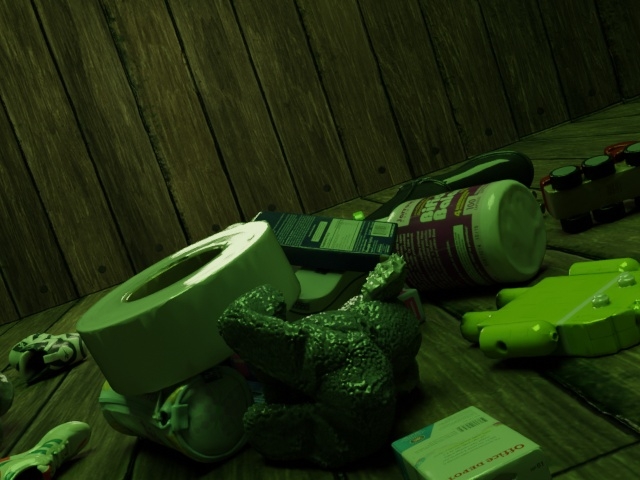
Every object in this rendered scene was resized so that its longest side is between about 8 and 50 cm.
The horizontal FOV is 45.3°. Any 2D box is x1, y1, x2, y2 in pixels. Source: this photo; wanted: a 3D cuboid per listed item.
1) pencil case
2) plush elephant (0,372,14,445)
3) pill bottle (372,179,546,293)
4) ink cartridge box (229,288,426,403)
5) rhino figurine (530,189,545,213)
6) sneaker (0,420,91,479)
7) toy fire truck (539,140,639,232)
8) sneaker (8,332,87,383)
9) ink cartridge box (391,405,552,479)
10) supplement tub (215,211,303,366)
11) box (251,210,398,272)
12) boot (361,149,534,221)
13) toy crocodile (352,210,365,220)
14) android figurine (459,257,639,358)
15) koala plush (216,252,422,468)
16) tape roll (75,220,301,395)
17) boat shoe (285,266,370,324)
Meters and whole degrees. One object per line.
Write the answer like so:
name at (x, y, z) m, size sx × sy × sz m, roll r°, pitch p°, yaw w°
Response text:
pencil case at (-0.195, 0.218, 1.009) m, size 0.124 × 0.113 × 0.273 m, roll -15°, pitch 4°, yaw -33°
plush elephant at (-0.715, 0.284, 1.422) m, size 0.272 × 0.255 × 0.330 m, roll 18°, pitch 36°, yaw -19°
pill bottle at (0.215, 0.003, 1.315) m, size 0.302 × 0.169 × 0.169 m, roll -11°, pitch 11°, yaw 44°
ink cartridge box at (-0.009, 0.157, 1.191) m, size 0.311 × 0.065 × 0.186 m, roll -26°, pitch 10°, yaw -32°
rhino figurine at (0.371, -0.043, 1.606) m, size 0.106 × 0.073 × 0.243 m, roll -6°, pitch 16°, yaw 43°
sneaker at (-0.380, 0.312, 1.069) m, size 0.075 × 0.057 × 0.161 m, roll 12°, pitch 26°, yaw 42°
toy fire truck at (0.538, -0.111, 1.511) m, size 0.217 × 0.158 × 0.246 m, roll -19°, pitch 18°, yaw 7°
sneaker at (-0.688, 0.281, 1.816) m, size 0.235 × 0.094 × 0.153 m, roll -4°, pitch 5°, yaw 25°
ink cartridge box at (0.125, 0.193, 0.643) m, size 0.089 × 0.052 × 0.122 m, roll -21°, pitch 7°, yaw -12°
supplement tub at (-0.156, 0.090, 1.287) m, size 0.272 × 0.191 × 0.191 m, roll -33°, pitch 13°, yaw -23°
box at (0.000, 0.000, 1.174) m, size 0.225 × 0.036 × 0.136 m, roll 7°, pitch 23°, yaw 9°
boot at (0.285, -0.074, 1.751) m, size 0.367 × 0.146 × 0.445 m, roll -19°, pitch 6°, yaw 25°
toy crocodile at (0.081, 0.001, 1.944) m, size 0.115 × 0.105 × 0.340 m, roll -19°, pitch 12°, yaw -3°
android figurine at (0.310, 0.085, 0.944) m, size 0.248 × 0.056 × 0.273 m, roll -25°, pitch 8°, yaw -36°
koala plush at (0.039, 0.129, 0.866) m, size 0.203 × 0.196 × 0.221 m, roll 3°, pitch 20°, yaw 40°
tape roll at (-0.170, 0.082, 1.012) m, size 0.286 × 0.100 × 0.286 m, roll -26°, pitch 12°, yaw 6°
boat shoe at (0.025, 0.071, 1.173) m, size 0.096 × 0.088 × 0.267 m, roll 11°, pitch 25°, yaw 19°
